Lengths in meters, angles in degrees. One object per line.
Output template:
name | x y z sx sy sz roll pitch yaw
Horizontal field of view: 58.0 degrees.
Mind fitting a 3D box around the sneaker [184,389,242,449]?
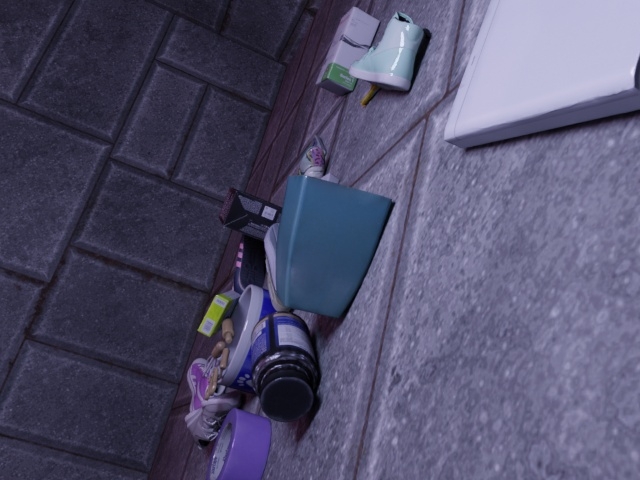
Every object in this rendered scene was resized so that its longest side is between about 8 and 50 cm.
sneaker | -0.283 0.501 1.609 0.281 0.105 0.115 -47 60 47

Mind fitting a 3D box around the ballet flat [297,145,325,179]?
ballet flat | -0.034 -0.163 1.648 0.222 0.076 0.079 118 147 -42

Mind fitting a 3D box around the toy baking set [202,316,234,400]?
toy baking set | -0.266 0.293 1.482 0.256 0.030 0.197 -119 51 -72

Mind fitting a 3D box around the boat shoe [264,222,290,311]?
boat shoe | -0.103 0.063 1.491 0.302 0.109 0.094 -97 30 -57

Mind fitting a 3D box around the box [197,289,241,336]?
box | -0.268 0.194 1.567 0.109 0.042 0.178 -62 -5 3

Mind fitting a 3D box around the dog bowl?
dog bowl | -0.177 0.253 1.487 0.265 0.104 0.265 -159 90 -76

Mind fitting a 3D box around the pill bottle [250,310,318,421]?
pill bottle | -0.070 0.233 1.085 0.219 0.122 0.123 -107 40 -68

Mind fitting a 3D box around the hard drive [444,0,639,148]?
hard drive | 0.272 -0.237 0.658 0.353 0.047 0.233 -169 100 -75

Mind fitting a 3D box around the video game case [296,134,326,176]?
video game case | -0.043 -0.213 1.823 0.193 0.023 0.213 -104 37 -66

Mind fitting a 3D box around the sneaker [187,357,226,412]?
sneaker | -0.364 0.453 1.924 0.161 0.102 0.282 -61 27 17

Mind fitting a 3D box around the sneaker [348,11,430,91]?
sneaker | 0.148 -0.411 1.256 0.256 0.094 0.151 44 118 64

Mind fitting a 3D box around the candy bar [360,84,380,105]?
candy bar | 0.137 -0.378 1.409 0.161 0.018 0.040 -39 29 64

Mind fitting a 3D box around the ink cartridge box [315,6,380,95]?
ink cartridge box | 0.079 -0.559 1.727 0.220 0.092 0.160 -68 15 3

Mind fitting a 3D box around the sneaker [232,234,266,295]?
sneaker | -0.247 0.070 1.989 0.131 0.112 0.319 -50 22 44

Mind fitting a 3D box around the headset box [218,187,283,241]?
headset box | -0.184 -0.069 1.741 0.110 0.218 0.293 -68 15 2

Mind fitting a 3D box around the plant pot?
plant pot | 0.004 0.013 1.075 0.165 0.165 0.235 -158 81 -76

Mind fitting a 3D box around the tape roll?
tape roll | -0.178 0.464 1.240 0.189 0.080 0.189 -159 90 -76

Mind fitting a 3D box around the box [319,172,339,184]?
box | -0.024 -0.062 1.439 0.145 0.038 0.186 -28 41 45
